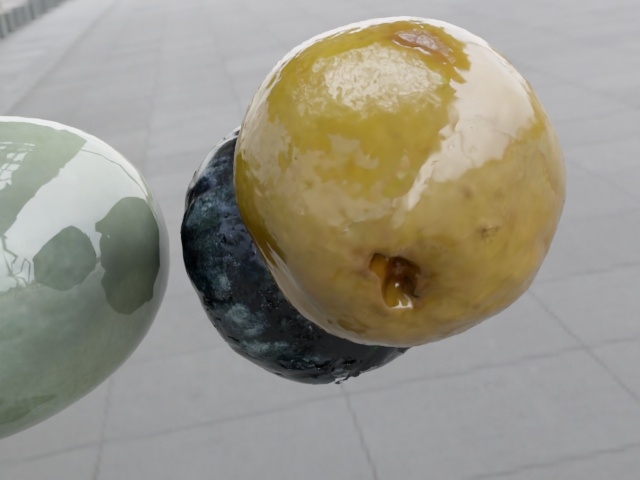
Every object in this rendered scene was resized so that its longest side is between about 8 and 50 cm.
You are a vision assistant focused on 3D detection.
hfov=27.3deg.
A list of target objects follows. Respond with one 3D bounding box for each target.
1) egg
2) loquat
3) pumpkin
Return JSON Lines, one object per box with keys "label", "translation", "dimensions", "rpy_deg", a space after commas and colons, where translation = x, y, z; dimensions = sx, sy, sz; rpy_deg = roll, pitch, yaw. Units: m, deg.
{"label": "egg", "translation": [-0.290, 0.036, 1.035], "dimensions": [0.352, 0.258, 0.258], "rpy_deg": [-24, 18, -19]}
{"label": "loquat", "translation": [0.048, -0.037, 0.816], "dimensions": [0.208, 0.208, 0.208], "rpy_deg": [-9, 14, 2]}
{"label": "pumpkin", "translation": [0.000, 0.000, 1.055], "dimensions": [0.163, 0.233, 0.233], "rpy_deg": [-18, 4, 43]}
